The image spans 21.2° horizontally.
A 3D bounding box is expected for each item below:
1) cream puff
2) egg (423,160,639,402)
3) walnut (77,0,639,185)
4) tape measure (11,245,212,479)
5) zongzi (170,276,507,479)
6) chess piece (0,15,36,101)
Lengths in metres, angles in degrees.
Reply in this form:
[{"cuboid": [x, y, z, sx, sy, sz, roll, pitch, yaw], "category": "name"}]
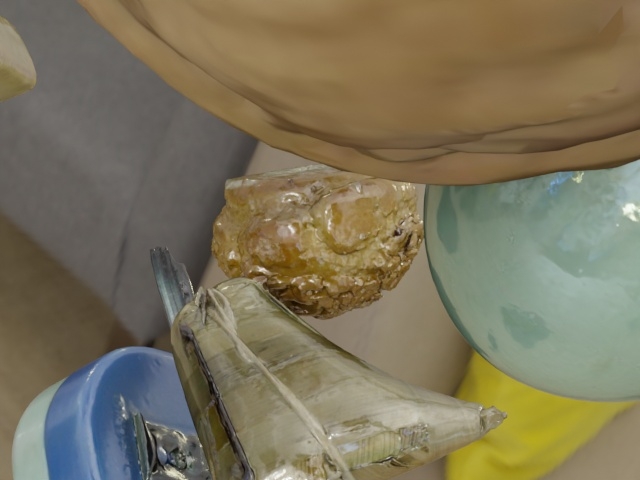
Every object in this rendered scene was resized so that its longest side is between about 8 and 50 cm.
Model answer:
[{"cuboid": [0.000, 0.000, 1.288, 0.165, 0.115, 0.150, -4, 8, 29], "category": "cream puff"}, {"cuboid": [0.141, -0.034, 0.682, 0.168, 0.231, 0.168, 35, 26, -20], "category": "egg"}, {"cuboid": [0.064, -0.164, 0.493, 0.344, 0.306, 0.306, -27, 50, 3], "category": "walnut"}, {"cuboid": [-0.138, 0.126, 1.311, 0.215, 0.098, 0.351, 21, 46, -49], "category": "tape measure"}, {"cuboid": [0.005, 0.094, 1.170, 0.197, 0.099, 0.194, -25, 61, 0], "category": "zongzi"}, {"cuboid": [-0.227, -0.097, 0.721, 0.137, 0.137, 0.301, 41, 3, 19], "category": "chess piece"}]
